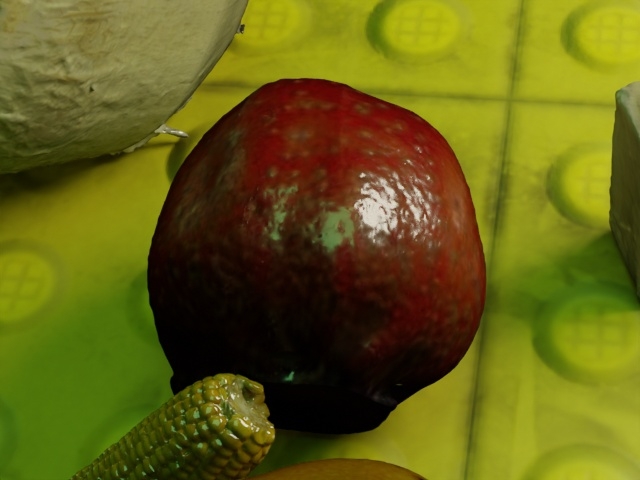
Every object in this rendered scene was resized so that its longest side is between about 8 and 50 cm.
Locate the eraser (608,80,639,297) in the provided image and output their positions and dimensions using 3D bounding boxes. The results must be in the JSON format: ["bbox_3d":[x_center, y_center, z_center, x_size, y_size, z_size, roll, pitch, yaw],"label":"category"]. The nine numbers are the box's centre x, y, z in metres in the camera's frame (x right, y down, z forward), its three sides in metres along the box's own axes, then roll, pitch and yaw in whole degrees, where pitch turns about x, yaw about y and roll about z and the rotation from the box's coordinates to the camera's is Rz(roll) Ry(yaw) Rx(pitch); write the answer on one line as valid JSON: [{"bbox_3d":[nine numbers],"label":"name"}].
[{"bbox_3d":[0.364,-0.060,0.970,0.343,0.144,0.078,-12,49,-1],"label":"eraser"}]

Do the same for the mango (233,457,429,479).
[{"bbox_3d":[-0.029,0.188,0.788,0.236,0.166,0.136,-11,70,-1],"label":"mango"}]

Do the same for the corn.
[{"bbox_3d":[-0.108,0.149,0.867,0.207,0.068,0.068,-38,48,21],"label":"corn"}]

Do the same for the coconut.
[{"bbox_3d":[-0.245,-0.217,1.049,0.360,0.346,0.346,-5,40,-44],"label":"coconut"}]

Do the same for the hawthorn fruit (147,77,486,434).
[{"bbox_3d":[0.000,0.000,0.938,0.215,0.215,0.249,0,42,7],"label":"hawthorn fruit"}]
